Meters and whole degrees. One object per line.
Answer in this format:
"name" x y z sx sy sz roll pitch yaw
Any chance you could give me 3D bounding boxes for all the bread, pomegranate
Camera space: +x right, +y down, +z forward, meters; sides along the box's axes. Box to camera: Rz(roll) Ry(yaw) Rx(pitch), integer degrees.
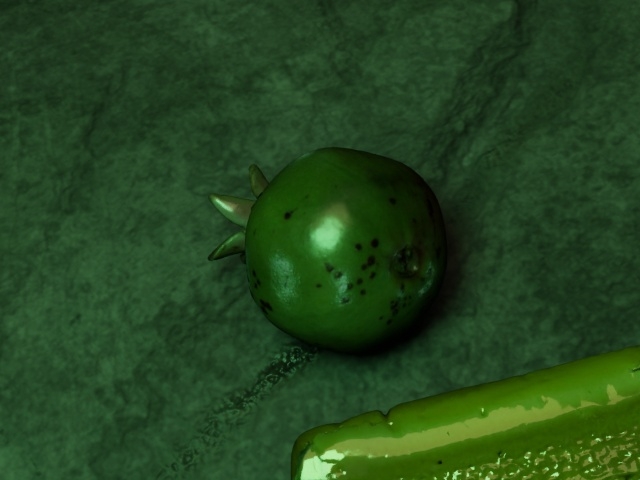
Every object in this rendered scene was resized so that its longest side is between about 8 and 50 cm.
"bread" 0.159 0.191 1.481 0.384 0.112 0.166 -14 76 -3
"pomegranate" 0.000 0.000 1.620 0.181 0.181 0.224 -45 41 -21
